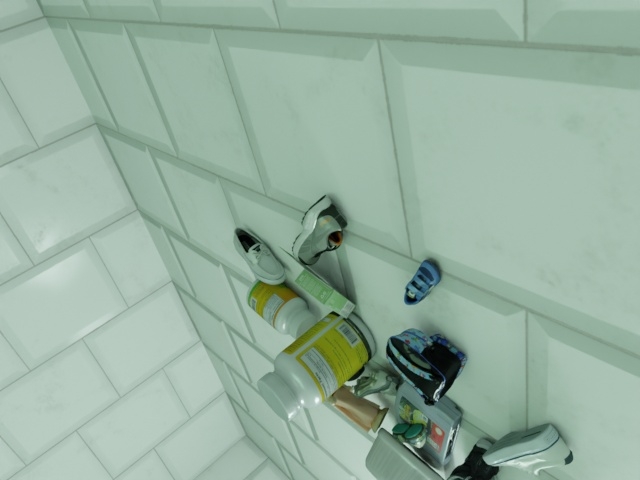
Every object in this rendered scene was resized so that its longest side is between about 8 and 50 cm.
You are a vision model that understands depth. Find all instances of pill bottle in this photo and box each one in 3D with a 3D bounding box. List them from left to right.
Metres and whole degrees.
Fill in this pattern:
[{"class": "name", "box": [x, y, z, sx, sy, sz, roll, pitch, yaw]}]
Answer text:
[{"class": "pill bottle", "box": [-0.127, 0.231, 1.826, 0.245, 0.136, 0.137, 34, 146, 35]}, {"class": "pill bottle", "box": [-0.013, 0.362, 1.573, 0.188, 0.333, 0.188, 39, 149, 29]}]

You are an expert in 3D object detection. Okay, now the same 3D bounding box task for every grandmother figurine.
[{"class": "grandmother figurine", "box": [0.048, 0.507, 1.770, 0.342, 0.104, 0.208, 26, 173, 18]}]

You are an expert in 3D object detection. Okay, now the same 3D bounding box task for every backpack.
[{"class": "backpack", "box": [0.247, 0.288, 1.311, 0.173, 0.116, 0.158, 38, 149, 29]}]

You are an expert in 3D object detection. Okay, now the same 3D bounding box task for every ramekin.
[{"class": "ramekin", "box": [0.258, 0.715, 1.662, 0.272, 0.127, 0.273, 39, 171, 8]}]

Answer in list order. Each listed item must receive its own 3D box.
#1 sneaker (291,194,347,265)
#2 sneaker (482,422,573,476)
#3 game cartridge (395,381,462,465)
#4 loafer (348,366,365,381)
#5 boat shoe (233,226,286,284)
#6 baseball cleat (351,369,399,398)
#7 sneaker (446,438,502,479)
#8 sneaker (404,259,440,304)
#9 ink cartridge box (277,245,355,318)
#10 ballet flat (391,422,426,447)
[{"class": "sneaker", "box": [0.000, 0.000, 1.411, 0.108, 0.100, 0.272, 42, 150, 13]}, {"class": "sneaker", "box": [0.461, 0.491, 1.221, 0.091, 0.094, 0.258, 53, 152, 14]}, {"class": "game cartridge", "box": [0.302, 0.511, 1.549, 0.196, 0.060, 0.294, 39, 149, 35]}, {"class": "loafer", "box": [0.069, 0.410, 1.776, 0.078, 0.076, 0.223, 50, 158, -12]}, {"class": "boat shoe", "box": [-0.213, 0.049, 1.805, 0.258, 0.095, 0.084, 37, 152, 29]}, {"class": "baseball cleat", "box": [0.171, 0.449, 1.631, 0.109, 0.072, 0.206, 24, 152, -7]}, {"class": "sneaker", "box": [0.395, 0.641, 1.429, 0.101, 0.153, 0.269, 36, 148, 32]}, {"class": "sneaker", "box": [0.224, 0.099, 1.201, 0.053, 0.059, 0.144, 44, 150, 25]}, {"class": "ink cartridge box", "box": [-0.022, 0.121, 1.546, 0.235, 0.056, 0.171, 34, 177, 32]}, {"class": "ballet flat", "box": [0.266, 0.557, 1.535, 0.070, 0.070, 0.188, 53, 162, 3]}]
